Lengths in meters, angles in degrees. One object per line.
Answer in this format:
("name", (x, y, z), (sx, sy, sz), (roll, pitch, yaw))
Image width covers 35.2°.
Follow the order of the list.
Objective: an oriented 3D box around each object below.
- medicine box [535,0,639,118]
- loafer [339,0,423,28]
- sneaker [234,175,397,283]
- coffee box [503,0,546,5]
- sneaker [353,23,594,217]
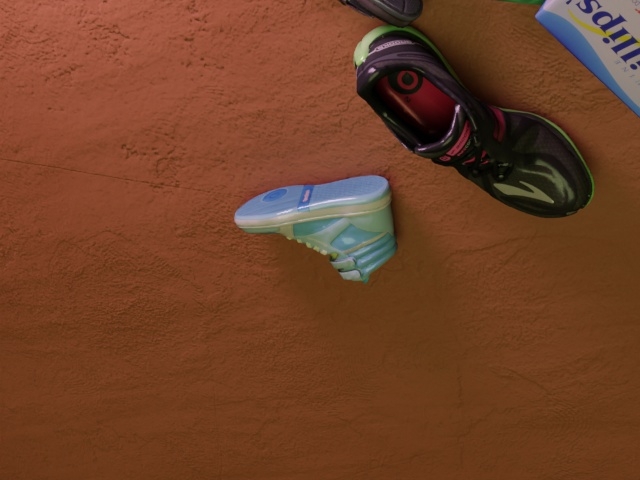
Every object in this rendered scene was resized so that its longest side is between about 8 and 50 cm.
("medicine box", (0.511, -0.345, 1.445), (0.263, 0.149, 0.289), (41, 145, -7))
("loafer", (0.034, -0.452, 1.674), (0.302, 0.109, 0.095), (39, 144, -4))
("sneaker", (0.000, 0.000, 1.957), (0.319, 0.127, 0.208), (-6, 119, 21))
("coffee box", (0.337, -0.434, 1.603), (0.184, 0.040, 0.113), (5, 125, 0))
("sneaker", (0.247, -0.170, 1.723), (0.483, 0.202, 0.185), (32, 126, -6))
